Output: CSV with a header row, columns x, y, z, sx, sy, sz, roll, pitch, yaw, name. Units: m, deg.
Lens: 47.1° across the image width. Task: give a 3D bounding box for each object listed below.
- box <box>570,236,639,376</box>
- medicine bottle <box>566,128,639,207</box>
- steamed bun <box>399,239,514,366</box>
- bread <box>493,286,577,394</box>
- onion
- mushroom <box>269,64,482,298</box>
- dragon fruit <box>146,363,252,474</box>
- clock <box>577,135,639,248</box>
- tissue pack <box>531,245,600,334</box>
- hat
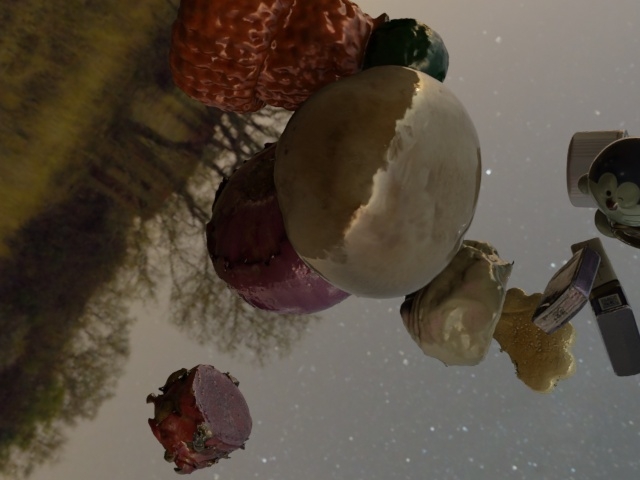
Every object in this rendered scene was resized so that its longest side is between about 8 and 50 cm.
x,y,z,sx,sy,sz,roll,pitch,yaw,name
0.576,0.128,1.473,0.071,0.168,0.259,-19,-153,16,box
0.725,-0.140,1.530,0.395,0.242,0.242,-3,-136,28,medicine bottle
0.284,0.134,1.584,0.320,0.206,0.275,78,28,-64,steamed bun
0.495,0.220,1.705,0.182,0.039,0.251,-51,-125,34,bread
-0.011,-0.021,1.290,0.358,0.345,0.358,-46,-166,15,onion
0.042,-0.076,0.939,0.290,0.292,0.292,11,-116,51,mushroom
-0.261,0.372,1.522,0.147,0.211,0.282,-33,-172,17,dragon fruit
0.539,-0.079,1.257,0.199,0.243,0.146,27,-100,30,clock
0.443,0.088,1.315,0.156,0.051,0.112,-45,171,-52,tissue pack
-0.014,-0.299,1.149,0.285,0.400,0.285,-157,-90,-83,hat
